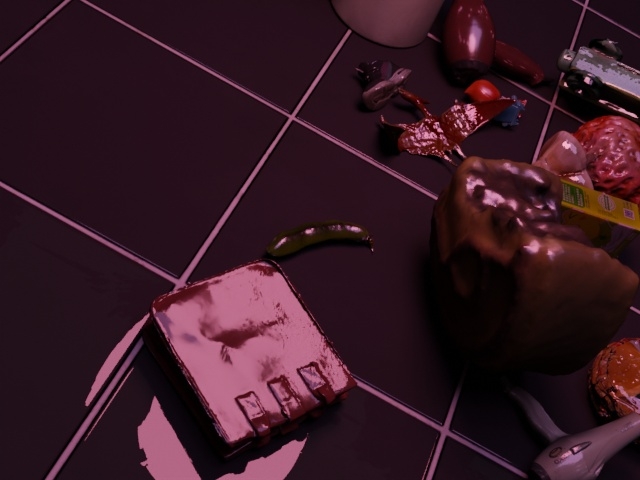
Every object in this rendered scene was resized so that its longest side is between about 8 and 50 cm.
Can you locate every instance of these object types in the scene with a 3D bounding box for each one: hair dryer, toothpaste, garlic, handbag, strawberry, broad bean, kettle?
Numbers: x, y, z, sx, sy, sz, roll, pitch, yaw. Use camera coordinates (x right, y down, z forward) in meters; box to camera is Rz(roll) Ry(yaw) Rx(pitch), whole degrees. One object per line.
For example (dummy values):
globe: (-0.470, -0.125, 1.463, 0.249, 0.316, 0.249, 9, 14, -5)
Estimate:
hair dryer: (0.430, -0.474, 2.226, 0.341, 0.123, 0.312, 21, 65, -30)
toothpaste: (0.487, -0.059, 1.931, 0.328, 0.110, 0.077, 17, 50, -12)
garlic: (0.516, -0.140, 2.009, 0.099, 0.124, 0.174, -18, 83, -49)
handbag: (-0.112, 0.177, 1.473, 0.260, 0.084, 0.275, -22, 65, -37)
strawberry: (0.703, -0.174, 2.103, 0.336, 0.149, 0.265, 0, 52, -27)
hair dryer: (0.436, 0.313, 1.609, 0.219, 0.088, 0.224, -6, 49, -7)
broad bean: (-0.001, -0.005, 1.705, 0.227, 0.039, 0.069, -4, 61, -28)
kettle: (0.155, -0.666, 2.088, 0.361, 0.376, 0.250, 21, 47, -10)

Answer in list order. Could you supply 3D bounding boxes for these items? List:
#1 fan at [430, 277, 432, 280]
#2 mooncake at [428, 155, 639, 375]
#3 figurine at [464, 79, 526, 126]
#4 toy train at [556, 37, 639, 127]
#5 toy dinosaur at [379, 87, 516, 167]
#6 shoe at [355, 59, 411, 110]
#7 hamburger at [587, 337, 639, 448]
fan: (0.234, 0.060, 1.786, 0.083, 0.004, 0.056, -29, 70, -39)
mooncake: (0.344, 0.030, 1.596, 0.246, 0.394, 0.393, 8, 76, -16)
figurine: (0.389, -0.310, 2.124, 0.140, 0.068, 0.075, 25, 32, 2)
toy train: (0.724, -0.339, 2.217, 0.369, 0.237, 0.150, 30, 87, 15)
toy dinosaur: (0.268, -0.251, 1.985, 0.327, 0.113, 0.206, 8, 55, -24)
shoe: (0.118, -0.344, 2.022, 0.099, 0.071, 0.169, 39, 43, 12)
hamburger: (0.595, 0.275, 1.717, 0.231, 0.106, 0.231, 8, 52, -10)
